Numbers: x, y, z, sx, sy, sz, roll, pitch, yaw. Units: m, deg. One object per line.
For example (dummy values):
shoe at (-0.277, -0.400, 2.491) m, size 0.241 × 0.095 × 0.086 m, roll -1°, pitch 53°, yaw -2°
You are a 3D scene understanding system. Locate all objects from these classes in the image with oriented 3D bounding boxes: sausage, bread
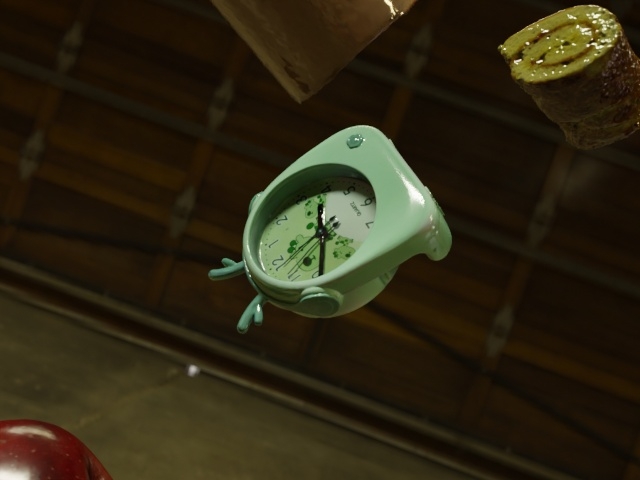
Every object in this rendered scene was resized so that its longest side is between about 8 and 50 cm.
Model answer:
sausage at (-0.050, -0.228, 0.932) m, size 0.253 × 0.123 × 0.123 m, roll 49°, pitch -6°, yaw -13°
bread at (0.292, -0.176, 1.472) m, size 0.132 × 0.103 × 0.172 m, roll -23°, pitch -32°, yaw 20°

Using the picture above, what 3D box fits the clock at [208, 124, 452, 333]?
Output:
clock at (0.000, 0.000, 1.195) m, size 0.066 × 0.211 × 0.159 m, roll 52°, pitch 6°, yaw -47°

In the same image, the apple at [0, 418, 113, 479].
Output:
apple at (-0.255, 0.259, 1.098) m, size 0.218 × 0.201 × 0.218 m, roll 52°, pitch -1°, yaw 1°
